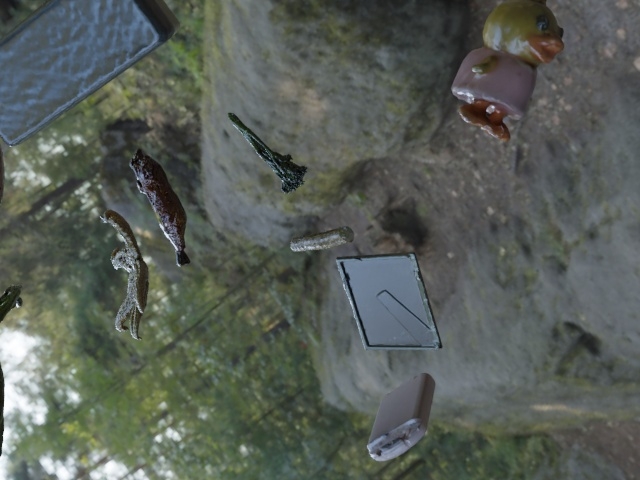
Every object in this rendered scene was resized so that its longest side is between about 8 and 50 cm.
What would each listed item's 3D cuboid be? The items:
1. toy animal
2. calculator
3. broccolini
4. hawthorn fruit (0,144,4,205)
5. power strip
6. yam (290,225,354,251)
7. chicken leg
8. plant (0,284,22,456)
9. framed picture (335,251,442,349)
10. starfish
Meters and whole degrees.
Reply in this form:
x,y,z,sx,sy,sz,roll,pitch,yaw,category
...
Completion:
x,y,z,sx,sy,sz,roll,pitch,yaw,category
0.362,-0.345,1.597,0.195,0.281,0.169,15,-159,-48,toy animal
0.121,0.258,1.229,0.032,0.100,0.175,50,-155,-8,calculator
-0.101,-0.184,1.636,0.201,0.058,0.074,53,137,-6,broccolini
-0.589,-0.107,1.171,0.316,0.316,0.316,51,169,14,hawthorn fruit
-0.285,-0.206,0.917,0.105,0.257,0.070,54,-158,-18,power strip
0.000,0.000,1.425,0.145,0.032,0.032,-11,118,50,yam
-0.268,-0.058,1.437,0.219,0.048,0.089,64,159,-9,chicken leg
-0.497,0.147,1.127,0.251,0.180,0.333,-49,35,45,plant
0.166,0.153,2.003,0.209,0.019,0.281,-3,120,27,framed picture
-0.468,0.078,2.028,0.375,0.095,0.326,-161,61,-67,starfish
